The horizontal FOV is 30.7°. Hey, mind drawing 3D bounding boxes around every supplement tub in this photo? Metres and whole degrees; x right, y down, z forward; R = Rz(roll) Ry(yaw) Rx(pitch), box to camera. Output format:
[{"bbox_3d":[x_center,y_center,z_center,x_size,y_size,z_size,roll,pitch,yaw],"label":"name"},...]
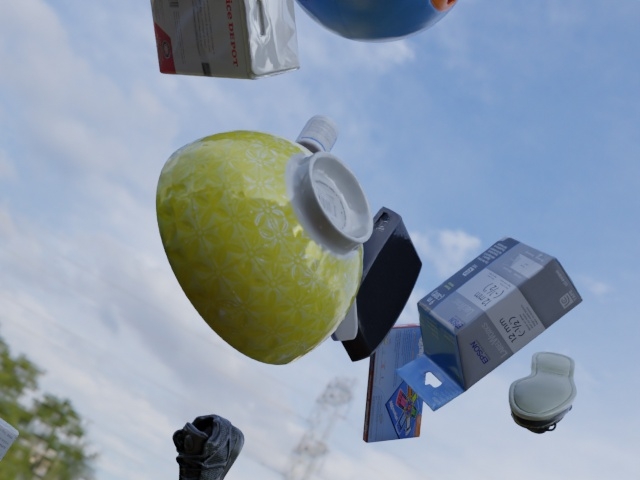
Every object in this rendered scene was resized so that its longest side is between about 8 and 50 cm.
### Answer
[{"bbox_3d":[-0.011,-0.191,2.279,0.071,0.107,0.071,11,-51,15],"label":"supplement tub"}]

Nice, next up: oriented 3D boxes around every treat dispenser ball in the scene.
[{"bbox_3d":[0.080,-0.425,1.654,0.288,0.288,0.288,23,-21,10],"label":"treat dispenser ball"}]

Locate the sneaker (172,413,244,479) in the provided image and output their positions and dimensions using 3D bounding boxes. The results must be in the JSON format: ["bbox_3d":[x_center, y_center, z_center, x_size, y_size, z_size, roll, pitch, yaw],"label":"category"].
[{"bbox_3d":[-0.216,0.390,1.950,0.087,0.228,0.130,10,-27,34],"label":"sneaker"}]

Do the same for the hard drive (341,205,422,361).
[{"bbox_3d":[0.103,0.080,2.132,0.054,0.255,0.172,5,-42,35],"label":"hard drive"}]

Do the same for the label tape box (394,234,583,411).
[{"bbox_3d":[0.292,0.149,2.226,0.115,0.347,0.249,56,-4,-16],"label":"label tape box"}]

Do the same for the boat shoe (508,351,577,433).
[{"bbox_3d":[0.434,0.322,2.302,0.127,0.113,0.340,9,16,11],"label":"boat shoe"}]

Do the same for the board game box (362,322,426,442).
[{"bbox_3d":[0.178,0.332,2.728,0.145,0.281,0.027,-1,15,-24],"label":"board game box"}]

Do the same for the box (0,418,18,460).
[{"bbox_3d":[-0.564,0.257,1.663,0.181,0.119,0.182,25,-19,25],"label":"box"}]

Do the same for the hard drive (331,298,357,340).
[{"bbox_3d":[0.000,0.000,1.728,0.040,0.210,0.319,-6,14,-8],"label":"hard drive"}]

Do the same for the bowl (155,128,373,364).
[{"bbox_3d":[-0.034,-0.019,1.343,0.156,0.289,0.289,-29,-53,30],"label":"bowl"}]

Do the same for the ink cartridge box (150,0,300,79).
[{"bbox_3d":[-0.135,-0.308,1.597,0.218,0.092,0.159,13,-65,48],"label":"ink cartridge box"}]
